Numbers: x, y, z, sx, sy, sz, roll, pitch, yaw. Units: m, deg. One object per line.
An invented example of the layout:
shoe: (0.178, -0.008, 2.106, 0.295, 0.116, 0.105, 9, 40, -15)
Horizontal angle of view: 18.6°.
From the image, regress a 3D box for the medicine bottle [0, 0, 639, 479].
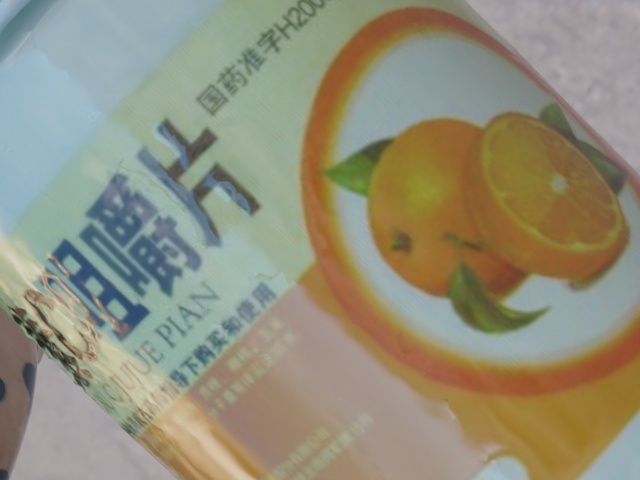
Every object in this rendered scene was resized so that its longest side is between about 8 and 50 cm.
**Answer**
medicine bottle: (0.000, 0.000, 0.565, 0.318, 0.158, 0.158, 44, 150, -1)

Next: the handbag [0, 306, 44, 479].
handbag: (-0.283, 0.060, 1.040, 0.190, 0.193, 0.251, -32, 115, 12)
